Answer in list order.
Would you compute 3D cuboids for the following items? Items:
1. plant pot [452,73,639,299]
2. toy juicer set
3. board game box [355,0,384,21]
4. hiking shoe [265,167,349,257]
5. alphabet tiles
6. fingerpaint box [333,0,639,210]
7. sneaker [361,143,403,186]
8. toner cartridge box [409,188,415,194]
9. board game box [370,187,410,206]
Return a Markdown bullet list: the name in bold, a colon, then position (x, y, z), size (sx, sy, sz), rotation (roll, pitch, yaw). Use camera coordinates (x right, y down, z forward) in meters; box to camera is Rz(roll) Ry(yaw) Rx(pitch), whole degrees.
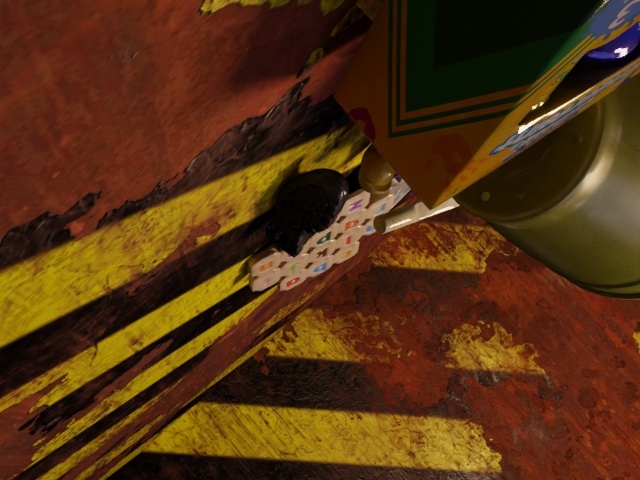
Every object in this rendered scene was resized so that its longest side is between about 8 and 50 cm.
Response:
- **plant pot**: position (0.344, -0.116, 1.242), size (0.353, 0.366, 0.366), rotation (10, 133, -47)
- **toy juicer set**: position (0.153, -0.101, 1.357), size (0.209, 0.089, 0.329), rotation (-35, 144, -22)
- **board game box**: position (0.099, -0.248, 0.888), size (0.103, 0.026, 0.154), rotation (-44, 173, 20)
- **hiking shoe**: position (-0.008, -0.063, 1.315), size (0.114, 0.086, 0.227), rotation (-53, -175, -27)
- **alphabet tiles**: position (0.000, 0.000, 1.636), size (0.284, 0.021, 0.278), rotation (-27, 160, -13)
- **fingerpaint box**: position (0.273, -0.265, 0.859), size (0.445, 0.163, 0.371), rotation (-32, 167, -32)
- **sneaker**: position (0.164, -0.181, 1.448), size (0.236, 0.095, 0.104), rotation (-41, 165, -3)
- **toner cartridge box**: position (0.343, -0.158, 1.922), size (0.165, 0.075, 0.348), rotation (-57, -156, -17)
- **board game box**: position (0.149, -0.137, 1.795), size (0.390, 0.050, 0.390), rotation (-46, 172, 36)
